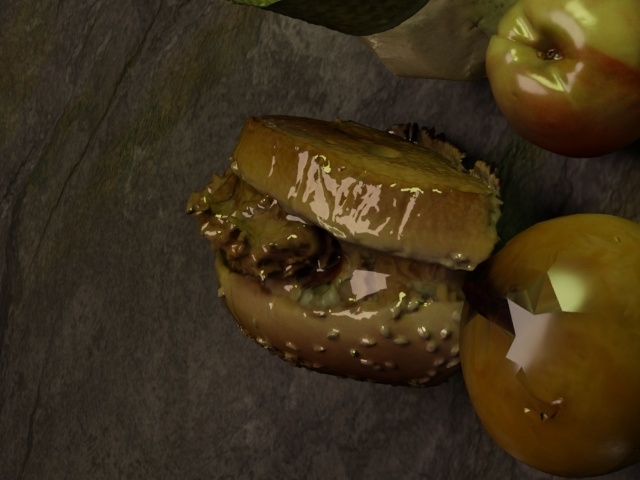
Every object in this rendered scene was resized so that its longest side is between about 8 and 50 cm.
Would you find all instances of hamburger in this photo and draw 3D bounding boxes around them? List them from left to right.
[{"bbox_3d":[0.000,0.000,1.655,0.445,0.286,0.268,-128,49,-72],"label":"hamburger"}]

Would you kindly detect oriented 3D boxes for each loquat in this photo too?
[{"bbox_3d":[0.232,0.092,1.394,0.235,0.235,0.235,-21,64,52],"label":"loquat"}]

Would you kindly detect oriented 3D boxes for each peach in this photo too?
[{"bbox_3d":[0.252,-0.166,1.489,0.184,0.184,0.184,-21,64,52],"label":"peach"}]

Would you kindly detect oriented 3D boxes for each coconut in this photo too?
[{"bbox_3d":[0.123,-0.291,1.659,0.247,0.245,0.245,12,91,56],"label":"coconut"}]

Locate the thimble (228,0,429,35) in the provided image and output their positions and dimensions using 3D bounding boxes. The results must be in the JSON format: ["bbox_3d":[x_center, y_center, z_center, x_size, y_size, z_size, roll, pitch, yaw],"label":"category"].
[{"bbox_3d":[0.012,-0.335,1.504,0.270,0.150,0.271,-12,73,46],"label":"thimble"}]
